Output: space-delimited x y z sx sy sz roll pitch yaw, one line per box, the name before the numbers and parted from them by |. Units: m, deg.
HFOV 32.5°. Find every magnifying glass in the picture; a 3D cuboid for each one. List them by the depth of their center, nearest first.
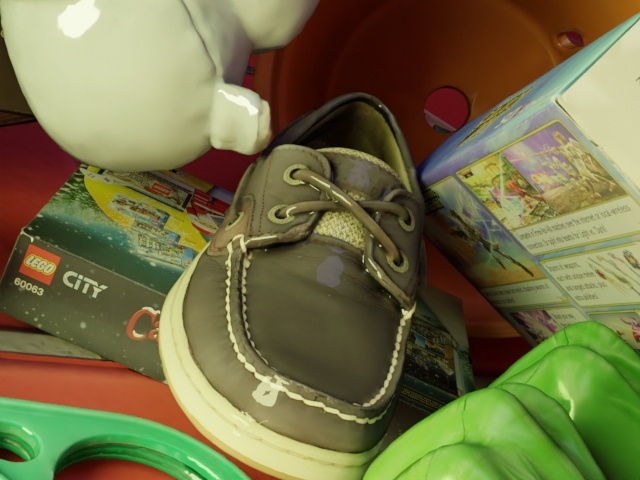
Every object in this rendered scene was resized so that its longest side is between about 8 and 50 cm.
magnifying glass | -0.122 0.073 0.397 0.231 0.026 0.092 23 20 -5

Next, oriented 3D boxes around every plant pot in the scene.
plant pot | 0.100 -0.094 0.754 0.290 0.291 0.203 25 4 -5

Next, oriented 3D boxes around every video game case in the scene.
video game case | 0.163 0.030 0.525 0.244 0.061 0.269 46 -10 -3

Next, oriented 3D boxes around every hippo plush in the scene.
hippo plush | -0.083 -0.140 0.457 0.234 0.294 0.237 1 -43 46

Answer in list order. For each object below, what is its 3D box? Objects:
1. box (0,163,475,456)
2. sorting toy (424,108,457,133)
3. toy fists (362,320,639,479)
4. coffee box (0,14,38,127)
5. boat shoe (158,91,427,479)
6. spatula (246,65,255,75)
box | -0.033 0.033 0.575 0.233 0.044 0.159 25 21 -6
sorting toy | 0.080 -0.111 1.076 0.193 0.038 0.208 36 22 24
toy fists | 0.093 0.116 0.418 0.279 0.096 0.142 -13 75 -60
coffee box | -0.273 -0.156 0.518 0.297 0.168 0.118 5 -3 -44
boat shoe | 0.000 0.000 0.494 0.102 0.092 0.285 25 21 -5
spatula | -0.081 -0.154 0.868 0.296 0.030 0.084 40 17 -14
